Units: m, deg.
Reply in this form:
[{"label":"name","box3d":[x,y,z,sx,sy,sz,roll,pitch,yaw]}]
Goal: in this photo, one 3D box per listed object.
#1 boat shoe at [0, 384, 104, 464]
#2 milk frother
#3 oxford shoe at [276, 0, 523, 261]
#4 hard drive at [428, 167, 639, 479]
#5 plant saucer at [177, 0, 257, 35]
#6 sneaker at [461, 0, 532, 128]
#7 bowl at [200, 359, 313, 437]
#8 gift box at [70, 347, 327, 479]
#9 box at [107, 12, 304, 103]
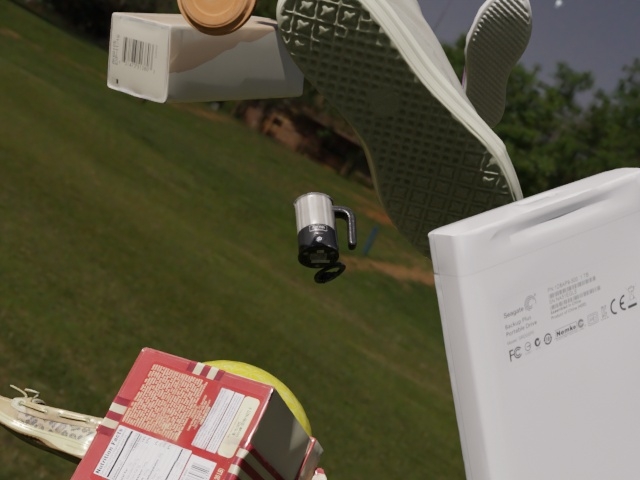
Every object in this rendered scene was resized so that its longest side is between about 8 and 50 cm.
[{"label":"boat shoe","box3d":[-0.491,0.332,1.983,0.285,0.089,0.104,18,-23,22]},{"label":"milk frother","box3d":[0.000,0.000,2.245,0.129,0.143,0.135,10,52,-20]},{"label":"oxford shoe","box3d":[0.111,-0.140,1.257,0.449,0.169,0.130,53,30,-25]},{"label":"hard drive","box3d":[0.215,0.135,0.944,0.233,0.353,0.047,-18,13,-33]},{"label":"plant saucer","box3d":[-0.102,-0.242,1.065,0.083,0.083,0.013,30,10,11]},{"label":"sneaker","box3d":[0.301,-0.353,1.937,0.102,0.282,0.161,11,45,-2]},{"label":"bowl","box3d":[-0.132,0.297,1.773,0.289,0.289,0.156,30,34,2]},{"label":"gift box","box3d":[-0.146,0.334,1.495,0.276,0.255,0.258,19,-25,27]},{"label":"box","box3d":[-0.176,-0.296,1.764,0.148,0.121,0.311,19,20,36]}]
